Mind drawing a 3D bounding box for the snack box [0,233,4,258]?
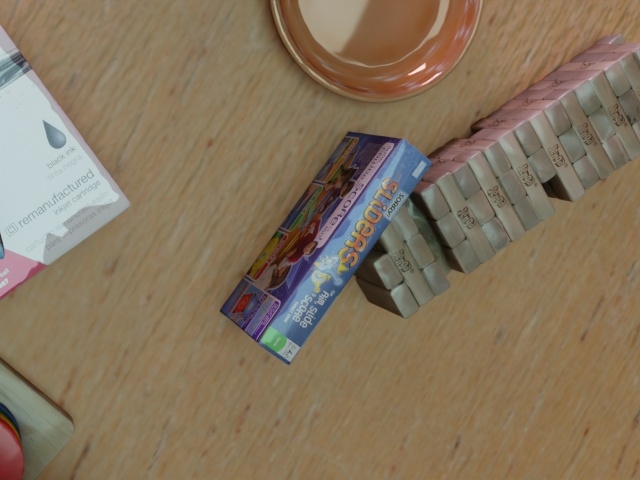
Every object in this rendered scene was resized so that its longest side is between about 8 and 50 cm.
[{"bbox_3d":[-0.347,-0.121,0.790,0.187,0.060,0.322,-15,100,-14],"label":"snack box"}]

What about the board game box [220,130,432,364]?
[{"bbox_3d":[0.000,0.000,0.982,0.035,0.136,0.201,37,86,-19],"label":"board game box"}]

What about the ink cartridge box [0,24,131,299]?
[{"bbox_3d":[-0.289,-0.077,0.898,0.172,0.100,0.237,-37,106,-10],"label":"ink cartridge box"}]

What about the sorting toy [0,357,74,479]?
[{"bbox_3d":[-0.370,0.171,0.912,0.257,0.089,0.255,44,83,-18],"label":"sorting toy"}]

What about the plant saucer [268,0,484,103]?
[{"bbox_3d":[0.047,-0.221,1.020,0.199,0.037,0.200,-2,98,-16],"label":"plant saucer"}]

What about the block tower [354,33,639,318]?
[{"bbox_3d":[0.174,-0.065,1.052,0.335,0.097,0.091,-35,107,-12],"label":"block tower"}]
